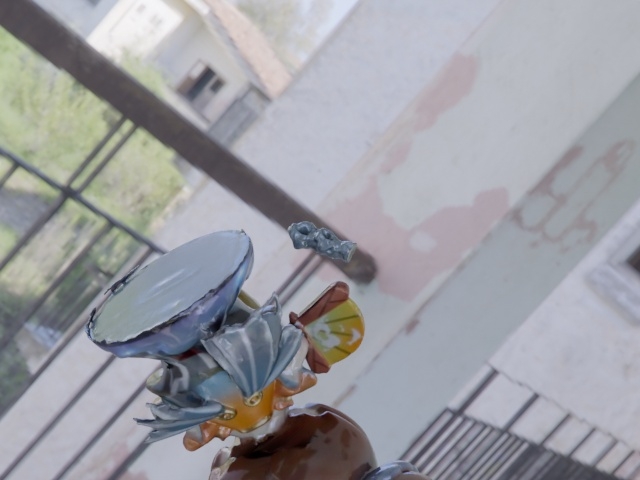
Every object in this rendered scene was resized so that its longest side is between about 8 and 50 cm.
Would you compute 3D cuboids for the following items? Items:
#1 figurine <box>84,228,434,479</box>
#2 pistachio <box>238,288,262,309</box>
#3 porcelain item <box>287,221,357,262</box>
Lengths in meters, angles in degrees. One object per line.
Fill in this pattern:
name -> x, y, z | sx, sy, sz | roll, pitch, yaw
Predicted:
figurine -> -0.049, 0.202, 1.079 | 0.388, 0.276, 0.248 | 62, 5, -21
pistachio -> -0.107, 0.133, 1.277 | 0.189, 0.110, 0.100 | 58, 23, 4
porcelain item -> 0.000, 0.000, 1.258 | 0.083, 0.036, 0.028 | 19, -40, 14
